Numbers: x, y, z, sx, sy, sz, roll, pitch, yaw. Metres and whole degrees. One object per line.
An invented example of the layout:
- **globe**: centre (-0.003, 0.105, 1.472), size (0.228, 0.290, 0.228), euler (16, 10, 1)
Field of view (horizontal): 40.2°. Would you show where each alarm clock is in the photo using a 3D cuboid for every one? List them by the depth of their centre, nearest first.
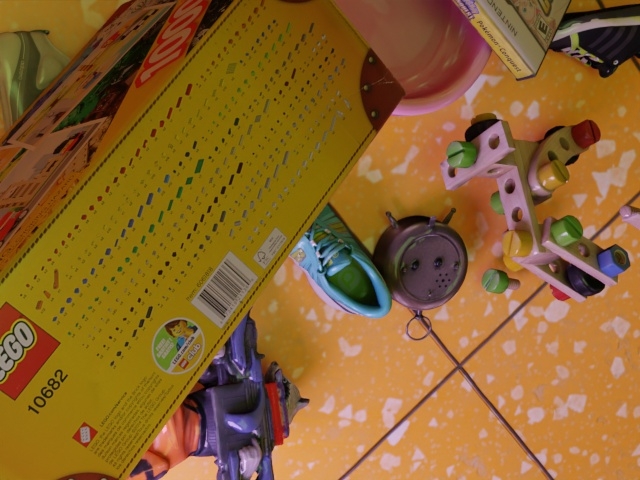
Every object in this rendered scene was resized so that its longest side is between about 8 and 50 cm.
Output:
- **alarm clock**: centre (0.143, 0.052, 1.233), size (0.129, 0.064, 0.192), euler (-4, 106, -19)

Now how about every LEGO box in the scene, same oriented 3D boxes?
- **LEGO box**: centre (-0.210, -0.021, 0.854), size (0.193, 0.373, 0.500), euler (46, 68, -28)

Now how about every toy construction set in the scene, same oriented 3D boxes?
- **toy construction set**: centre (0.293, -0.051, 1.120), size (0.237, 0.309, 0.257), euler (11, 88, -34)

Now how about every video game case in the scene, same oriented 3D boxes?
- **video game case**: centre (0.246, -0.389, 1.124), size (0.248, 0.035, 0.274), euler (42, 64, -28)

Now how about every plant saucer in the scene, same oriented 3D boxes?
- **plant saucer**: centre (0.081, -0.318, 1.085), size (0.332, 0.084, 0.332), euler (-1, 92, -33)

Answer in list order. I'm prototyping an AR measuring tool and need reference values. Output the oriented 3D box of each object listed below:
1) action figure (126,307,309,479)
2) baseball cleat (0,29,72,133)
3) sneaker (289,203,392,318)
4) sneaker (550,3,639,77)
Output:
- **action figure**: centre (-0.173, 0.185, 1.123), size (0.330, 0.178, 0.341), euler (6, 77, -28)
- **baseball cleat**: centre (-0.323, -0.141, 1.022), size (0.110, 0.072, 0.205), euler (-12, 107, -21)
- **sneaker**: centre (0.000, 0.000, 1.143), size (0.107, 0.110, 0.275), euler (-47, 111, -5)
- **sneaker**: centre (0.396, -0.277, 1.240), size (0.235, 0.084, 0.097), euler (-12, 107, -16)
